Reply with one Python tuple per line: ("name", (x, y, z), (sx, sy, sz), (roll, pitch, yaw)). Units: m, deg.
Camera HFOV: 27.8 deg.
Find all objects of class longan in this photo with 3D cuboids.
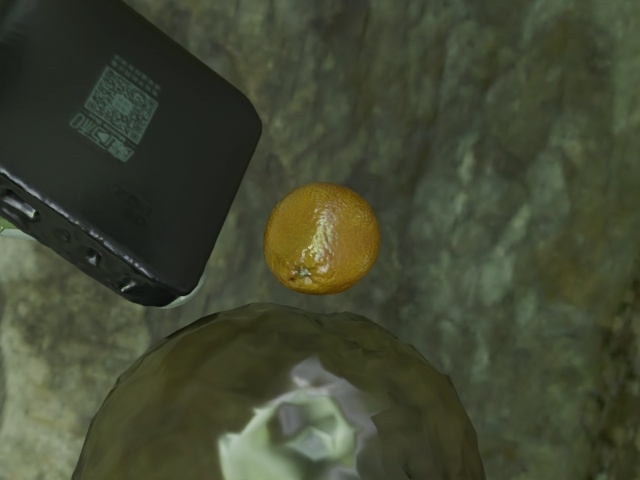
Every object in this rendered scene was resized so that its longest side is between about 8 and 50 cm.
("longan", (-0.044, 0.280, 1.202), (0.404, 0.404, 0.436), (97, 175, -66))

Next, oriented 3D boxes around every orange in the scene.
("orange", (0.000, 0.000, 0.864), (0.085, 0.085, 0.085), (13, -90, -87))

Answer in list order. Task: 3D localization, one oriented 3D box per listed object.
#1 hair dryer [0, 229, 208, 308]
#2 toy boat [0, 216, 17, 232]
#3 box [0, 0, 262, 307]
("hair dryer", (-0.327, -0.016, 1.679), (0.173, 0.357, 0.107), (76, -151, -43))
("toy boat", (-0.255, -0.122, 1.328), (0.055, 0.093, 0.293), (66, -146, -34))
("box", (-0.206, -0.108, 1.222), (0.073, 0.290, 0.289), (-37, 25, 42))
